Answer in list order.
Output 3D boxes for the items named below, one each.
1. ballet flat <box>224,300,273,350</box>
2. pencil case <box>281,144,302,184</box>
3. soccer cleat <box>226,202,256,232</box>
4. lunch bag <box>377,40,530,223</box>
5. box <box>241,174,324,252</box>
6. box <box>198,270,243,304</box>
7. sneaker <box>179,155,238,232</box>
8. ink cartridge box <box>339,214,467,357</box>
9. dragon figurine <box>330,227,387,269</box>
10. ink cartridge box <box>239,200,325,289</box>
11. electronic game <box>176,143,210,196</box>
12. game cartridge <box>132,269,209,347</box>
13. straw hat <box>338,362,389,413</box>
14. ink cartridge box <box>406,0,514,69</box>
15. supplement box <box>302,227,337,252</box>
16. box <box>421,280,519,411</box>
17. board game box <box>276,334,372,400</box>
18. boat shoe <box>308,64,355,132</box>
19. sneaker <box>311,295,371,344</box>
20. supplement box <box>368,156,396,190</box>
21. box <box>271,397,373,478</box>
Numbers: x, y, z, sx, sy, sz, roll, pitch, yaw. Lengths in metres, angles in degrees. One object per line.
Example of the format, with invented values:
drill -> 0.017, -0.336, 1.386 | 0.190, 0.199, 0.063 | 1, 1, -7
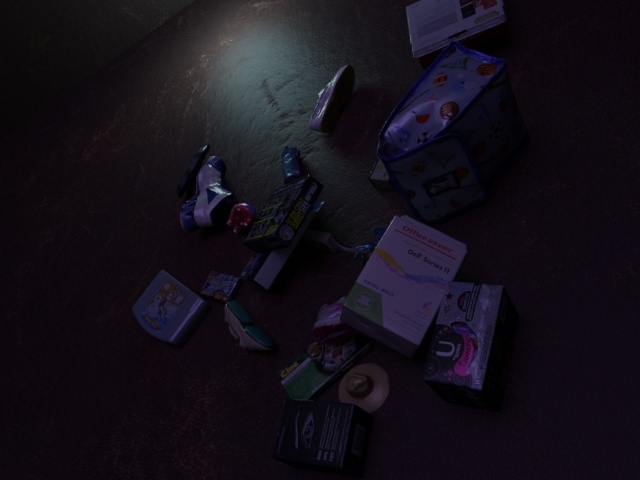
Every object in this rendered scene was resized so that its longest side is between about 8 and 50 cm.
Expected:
ballet flat -> -0.221, 0.275, 1.813 | 0.086, 0.086, 0.248 | -46, 44, -2
pencil case -> -0.097, -0.257, 2.100 | 0.070, 0.065, 0.151 | -35, 45, 32
soccer cleat -> -0.246, -0.089, 2.005 | 0.095, 0.083, 0.248 | -45, 4, -21
lunch bag -> 0.348, -0.261, 1.621 | 0.385, 0.328, 0.239 | -47, 47, -5
box -> -0.117, -0.073, 1.818 | 0.216, 0.060, 0.270 | -61, 20, -18
box -> -0.327, 0.156, 1.992 | 0.137, 0.027, 0.093 | 12, 65, 39
sneaker -> -0.363, -0.156, 2.186 | 0.183, 0.127, 0.315 | 0, 52, 18
ink cartridge box -> 0.222, 0.083, 1.509 | 0.207, 0.119, 0.353 | 27, 66, 12
dragon figurine -> 0.171, 0.023, 1.704 | 0.289, 0.085, 0.144 | 32, 78, 39
ink cartridge box -> -0.122, -0.003, 1.897 | 0.332, 0.065, 0.165 | -57, 19, -14
electronic game -> -0.480, -0.264, 2.309 | 0.229, 0.048, 0.229 | -57, 12, 19
game cartridge -> -0.515, 0.232, 2.051 | 0.297, 0.062, 0.198 | 26, 72, 43
straw hat -> 0.096, 0.365, 1.535 | 0.145, 0.061, 0.144 | -18, 50, 23
ink cartridge box -> 0.455, -0.701, 1.992 | 0.310, 0.130, 0.271 | -16, 53, 25
supplement box -> 0.000, 0.000, 1.855 | 0.099, 0.062, 0.036 | 14, 67, 40
box -> 0.344, 0.237, 1.383 | 0.142, 0.163, 0.247 | 2, 61, 33
board game box -> 0.008, 0.327, 1.645 | 0.260, 0.030, 0.136 | -41, 48, 2
boat shoe -> 0.033, -0.510, 2.167 | 0.096, 0.098, 0.276 | 13, 69, 39
sneaker -> 0.101, 0.192, 1.599 | 0.253, 0.102, 0.111 | -7, 43, 4
supplement box -> 0.206, -0.204, 1.861 | 0.083, 0.056, 0.083 | 12, 67, 39
box -> 0.004, 0.479, 1.483 | 0.207, 0.108, 0.153 | -4, 58, 33
